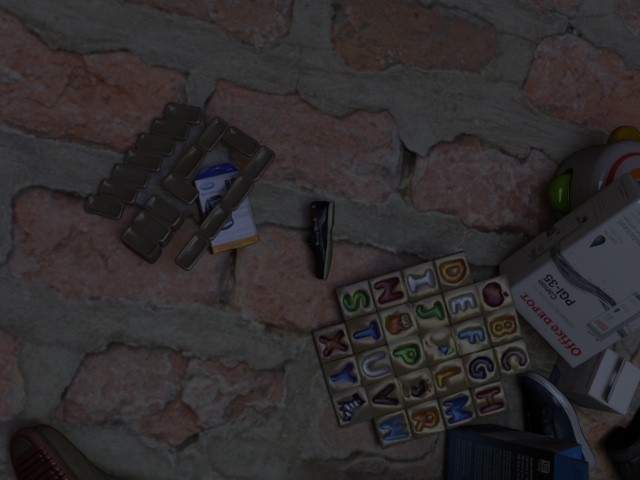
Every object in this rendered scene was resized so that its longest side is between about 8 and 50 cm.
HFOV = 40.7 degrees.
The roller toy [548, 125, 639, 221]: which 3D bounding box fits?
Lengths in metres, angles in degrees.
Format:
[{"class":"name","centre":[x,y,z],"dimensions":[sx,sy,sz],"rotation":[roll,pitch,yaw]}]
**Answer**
[{"class":"roller toy","centre":[0.542,-0.085,1.579],"dimensions":[0.209,0.146,0.191],"rotation":[-43,102,-18]}]

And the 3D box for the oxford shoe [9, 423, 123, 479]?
[{"class":"oxford shoe","centre":[-0.295,0.412,1.270],"dimensions":[0.397,0.140,0.146],"rotation":[53,41,-6]}]

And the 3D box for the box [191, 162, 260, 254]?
[{"class":"box","centre":[-0.153,-0.053,1.380],"dimensions":[0.081,0.028,0.136],"rotation":[-15,90,-21]}]

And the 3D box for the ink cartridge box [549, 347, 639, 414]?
[{"class":"ink cartridge box","centre":[0.495,0.249,1.546],"dimensions":[0.090,0.143,0.092],"rotation":[31,78,-17]}]

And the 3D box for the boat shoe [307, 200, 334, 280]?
[{"class":"boat shoe","centre":[0.000,0.000,1.428],"dimensions":[0.042,0.049,0.133],"rotation":[2,94,7]}]

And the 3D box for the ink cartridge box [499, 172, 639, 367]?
[{"class":"ink cartridge box","centre":[0.480,0.058,1.481],"dimensions":[0.207,0.117,0.283],"rotation":[44,116,-13]}]

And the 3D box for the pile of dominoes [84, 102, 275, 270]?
[{"class":"pile of dominoes","centre":[-0.218,-0.086,1.345],"dimensions":[0.196,0.040,0.251],"rotation":[34,75,6]}]

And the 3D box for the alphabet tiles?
[{"class":"alphabet tiles","centre":[0.173,0.184,1.446],"dimensions":[0.342,0.011,0.285],"rotation":[-16,93,-4]}]

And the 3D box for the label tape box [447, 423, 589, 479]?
[{"class":"label tape box","centre":[0.337,0.438,1.372],"dimensions":[0.105,0.333,0.241],"rotation":[4,86,-28]}]

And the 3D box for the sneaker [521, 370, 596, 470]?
[{"class":"sneaker","centre":[0.382,0.360,1.528],"dimensions":[0.163,0.086,0.226],"rotation":[-33,100,-22]}]

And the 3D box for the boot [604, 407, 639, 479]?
[{"class":"boot","centre":[0.660,0.432,1.641],"dimensions":[0.263,0.091,0.229],"rotation":[-29,103,-16]}]
